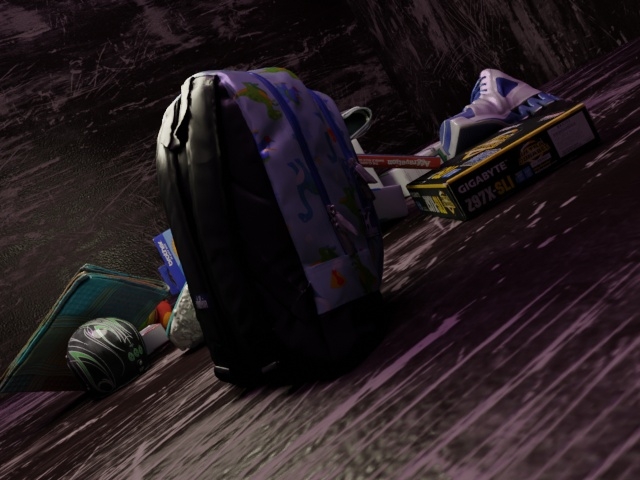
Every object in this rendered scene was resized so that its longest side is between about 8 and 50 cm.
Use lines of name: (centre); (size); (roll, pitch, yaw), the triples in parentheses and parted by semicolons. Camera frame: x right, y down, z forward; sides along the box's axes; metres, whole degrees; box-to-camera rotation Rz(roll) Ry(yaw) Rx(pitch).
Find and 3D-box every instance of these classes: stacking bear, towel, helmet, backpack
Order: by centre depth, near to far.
backpack: (-0.070, -0.035, 0.667); (0.273, 0.355, 0.290); (-34, 6, -37)
helmet: (-0.485, 0.252, 1.213); (0.169, 0.161, 0.169); (-30, 6, 3)
towel: (-0.562, 0.229, 1.297); (0.370, 0.040, 0.271); (-51, -30, 8)
stacking bear: (-0.568, 0.230, 1.635); (0.164, 0.175, 0.289); (0, -10, 29)

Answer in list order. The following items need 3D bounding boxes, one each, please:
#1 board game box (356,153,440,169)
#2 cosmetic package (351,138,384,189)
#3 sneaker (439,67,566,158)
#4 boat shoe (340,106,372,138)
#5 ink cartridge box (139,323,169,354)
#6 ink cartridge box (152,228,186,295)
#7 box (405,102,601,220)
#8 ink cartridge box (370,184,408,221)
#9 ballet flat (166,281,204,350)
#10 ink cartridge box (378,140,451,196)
board game box: (0.099, -0.166, 1.110); (0.282, 0.027, 0.145); (3, 12, 6)
cosmetic package: (0.080, -0.160, 1.614); (0.138, 0.224, 0.225); (-32, 6, -12)
sneaker: (0.389, -0.298, 1.247); (0.316, 0.182, 0.127); (-21, -38, -20)
boat shoe: (0.017, -0.319, 1.605); (0.320, 0.116, 0.099); (-26, 1, -15)
ink cartridge box: (-0.484, 0.281, 1.485); (0.099, 0.056, 0.135); (-34, 6, -26)
ink cartridge box: (-0.307, 0.043, 1.576); (0.396, 0.270, 0.151); (-26, 2, 33)
box: (0.315, -0.138, 1.003); (0.257, 0.079, 0.322); (-32, 6, 1)
ink cartridge box: (0.094, -0.067, 1.292); (0.140, 0.082, 0.191); (-11, -3, -30)
ballet flat: (-0.188, 0.055, 1.141); (0.408, 0.147, 0.147); (-67, 15, -11)
ink cartridge box: (0.310, -0.218, 1.618); (0.219, 0.092, 0.160); (-32, 7, -16)
